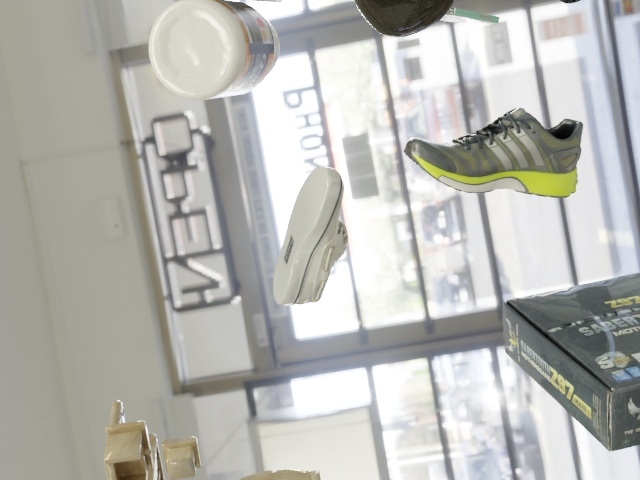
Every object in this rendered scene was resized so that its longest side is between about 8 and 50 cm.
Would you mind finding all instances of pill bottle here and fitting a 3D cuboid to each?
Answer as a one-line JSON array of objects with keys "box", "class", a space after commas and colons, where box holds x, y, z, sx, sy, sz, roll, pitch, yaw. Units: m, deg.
[{"box": [-0.167, -0.324, 1.607, 0.278, 0.162, 0.162, -41, -58, -72], "class": "pill bottle"}]

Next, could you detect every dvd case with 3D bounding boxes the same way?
[{"box": [0.196, -0.337, 1.426, 0.119, 0.087, 0.013, 24, 109, 55], "class": "dvd case"}]

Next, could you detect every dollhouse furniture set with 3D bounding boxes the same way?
[{"box": [-0.100, 0.341, 1.351, 0.174, 0.355, 0.303, -104, 7, -61], "class": "dollhouse furniture set"}]

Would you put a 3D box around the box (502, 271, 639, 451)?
[{"box": [0.297, 0.085, 0.807, 0.183, 0.232, 0.059, -130, 32, -67], "class": "box"}]

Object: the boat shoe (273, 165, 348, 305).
[{"box": [0.000, 0.000, 1.498, 0.096, 0.088, 0.267, -114, 35, -50], "class": "boat shoe"}]

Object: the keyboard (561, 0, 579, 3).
[{"box": [0.386, -0.419, 1.368, 0.038, 0.100, 0.192, 50, 155, 37], "class": "keyboard"}]

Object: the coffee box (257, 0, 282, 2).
[{"box": [-0.151, -0.583, 1.940, 0.297, 0.168, 0.119, 170, 103, -85], "class": "coffee box"}]

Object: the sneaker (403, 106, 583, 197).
[{"box": [0.263, -0.142, 1.428, 0.111, 0.300, 0.121, -131, 47, -56], "class": "sneaker"}]

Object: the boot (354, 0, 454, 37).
[{"box": [0.038, -0.437, 1.033, 0.377, 0.138, 0.284, 59, -169, -47], "class": "boot"}]
